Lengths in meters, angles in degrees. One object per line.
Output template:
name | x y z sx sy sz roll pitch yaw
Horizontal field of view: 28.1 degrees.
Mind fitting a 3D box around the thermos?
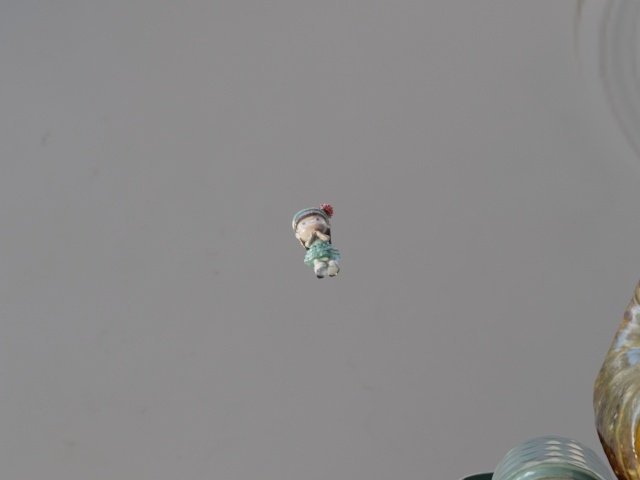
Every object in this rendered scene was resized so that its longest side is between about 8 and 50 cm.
thermos | 0.236 0.287 1.383 0.286 0.182 0.144 -1 -90 -82

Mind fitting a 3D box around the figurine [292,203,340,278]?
figurine | 0.000 0.000 1.702 0.060 0.106 0.047 -19 -33 1

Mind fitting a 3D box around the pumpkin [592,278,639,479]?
pumpkin | 0.400 0.127 1.217 0.222 0.139 0.317 25 -100 -10
